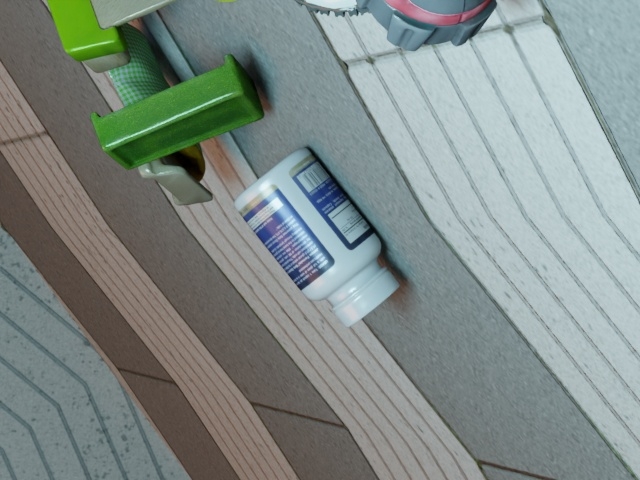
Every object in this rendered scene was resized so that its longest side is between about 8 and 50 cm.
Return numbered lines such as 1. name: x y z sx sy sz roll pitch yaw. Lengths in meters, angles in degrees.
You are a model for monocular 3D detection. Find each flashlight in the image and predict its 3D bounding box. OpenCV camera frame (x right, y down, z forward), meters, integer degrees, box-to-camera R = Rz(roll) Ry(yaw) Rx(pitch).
1. flashlight: 0.093 -0.216 1.199 0.103 0.103 0.304 25 162 -2

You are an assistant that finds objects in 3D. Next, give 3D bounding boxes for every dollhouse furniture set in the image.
1. dollhouse furniture set: -0.145 -0.171 2.005 0.301 0.151 0.197 46 -158 -74

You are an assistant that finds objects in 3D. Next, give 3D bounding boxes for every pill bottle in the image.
1. pill bottle: 0.000 0.000 1.919 0.169 0.094 0.094 52 164 0

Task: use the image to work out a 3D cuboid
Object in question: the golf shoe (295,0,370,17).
1. golf shoe: -0.023 -0.241 1.412 0.198 0.077 0.094 43 161 25
